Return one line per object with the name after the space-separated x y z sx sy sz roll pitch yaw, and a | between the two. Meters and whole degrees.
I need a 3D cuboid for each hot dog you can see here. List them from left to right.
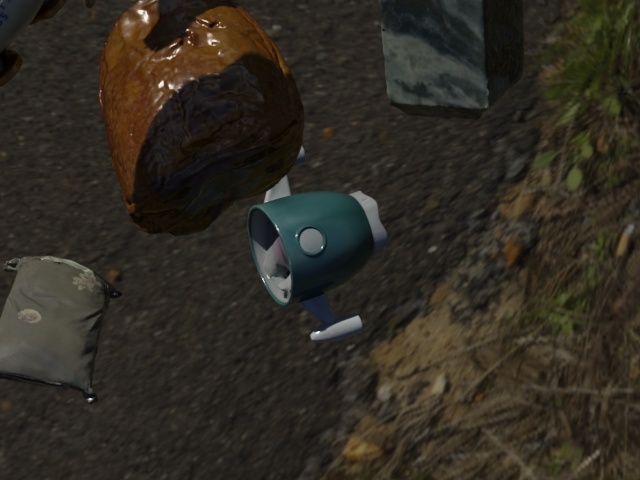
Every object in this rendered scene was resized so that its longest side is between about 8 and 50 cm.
-0.116 -0.114 1.091 0.196 0.122 0.272 -27 52 4 | hot dog

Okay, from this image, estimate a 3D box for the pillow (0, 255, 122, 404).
-0.352 0.104 1.554 0.169 0.255 0.059 20 123 -16 | pillow

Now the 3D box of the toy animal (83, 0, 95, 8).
-0.119 -0.145 0.523 0.081 0.060 0.083 -20 106 11 | toy animal

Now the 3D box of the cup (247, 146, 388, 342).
0.000 0.000 1.733 0.173 0.167 0.299 -18 87 -21 | cup

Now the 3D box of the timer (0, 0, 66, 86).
-0.466 -0.334 1.477 0.233 0.233 0.240 -31 130 16 | timer

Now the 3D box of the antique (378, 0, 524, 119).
0.099 -0.185 0.881 0.088 0.086 0.183 9 119 28 | antique
